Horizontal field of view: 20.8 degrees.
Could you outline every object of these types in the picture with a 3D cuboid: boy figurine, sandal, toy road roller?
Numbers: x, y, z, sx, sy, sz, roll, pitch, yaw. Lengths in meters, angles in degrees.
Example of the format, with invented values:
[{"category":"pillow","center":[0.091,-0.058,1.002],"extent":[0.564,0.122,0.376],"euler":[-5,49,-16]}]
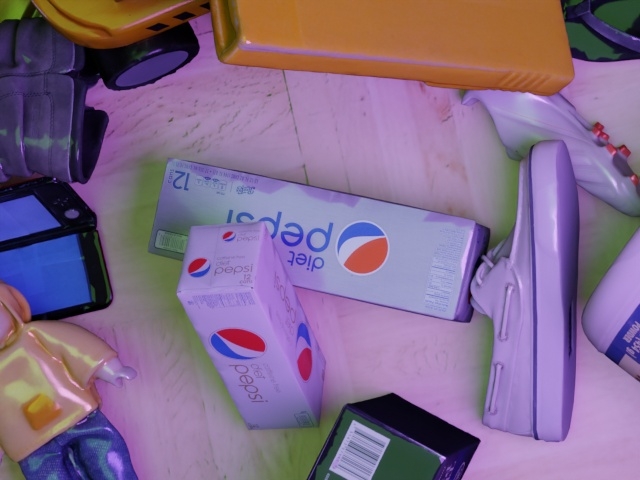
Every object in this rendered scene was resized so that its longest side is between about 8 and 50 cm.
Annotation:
[{"category":"boy figurine","center":[-0.255,0.142,1.602],"extent":[0.177,0.092,0.285],"euler":[-28,93,12]},{"category":"sandal","center":[0.297,-0.194,1.505],"extent":[0.255,0.054,0.097],"euler":[12,91,14]},{"category":"toy road roller","center":[-0.100,-0.279,1.485],"extent":[0.330,0.240,0.202],"euler":[-23,83,-2]}]

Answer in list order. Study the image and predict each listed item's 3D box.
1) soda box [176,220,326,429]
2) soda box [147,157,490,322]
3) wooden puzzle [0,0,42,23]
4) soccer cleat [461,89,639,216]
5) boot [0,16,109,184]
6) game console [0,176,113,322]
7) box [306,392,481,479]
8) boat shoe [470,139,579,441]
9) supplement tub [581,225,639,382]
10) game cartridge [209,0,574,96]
[{"category":"soda box","center":[-0.055,0.078,1.504],"extent":[0.069,0.216,0.074],"euler":[-4,52,15]},{"category":"soda box","center":[0.000,0.000,1.552],"extent":[0.286,0.098,0.091],"euler":[12,89,14]},{"category":"wooden puzzle","center":[-0.345,-0.234,1.673],"extent":[0.221,0.044,0.238],"euler":[28,95,13]},{"category":"soccer cleat","center":[0.207,-0.083,1.523],"extent":[0.196,0.068,0.076],"euler":[48,108,16]},{"category":"boot","center":[-0.311,-0.062,1.547],"extent":[0.223,0.118,0.338],"euler":[3,73,5]},{"category":"game console","center":[-0.283,0.015,1.632],"extent":[0.144,0.124,0.085],"euler":[-14,59,13]},{"category":"box","center":[0.026,0.270,1.494],"extent":[0.103,0.184,0.261],"euler":[27,95,11]},{"category":"boat shoe","center":[0.172,0.043,1.492],"extent":[0.088,0.096,0.267],"euler":[4,114,17]},{"category":"supplement tub","center":[0.397,0.078,1.379],"extent":[0.325,0.235,0.235],"euler":[38,98,12]},{"category":"game cartridge","center":[0.048,-0.263,1.444],"extent":[0.053,0.324,0.285],"euler":[-34,58,52]}]
